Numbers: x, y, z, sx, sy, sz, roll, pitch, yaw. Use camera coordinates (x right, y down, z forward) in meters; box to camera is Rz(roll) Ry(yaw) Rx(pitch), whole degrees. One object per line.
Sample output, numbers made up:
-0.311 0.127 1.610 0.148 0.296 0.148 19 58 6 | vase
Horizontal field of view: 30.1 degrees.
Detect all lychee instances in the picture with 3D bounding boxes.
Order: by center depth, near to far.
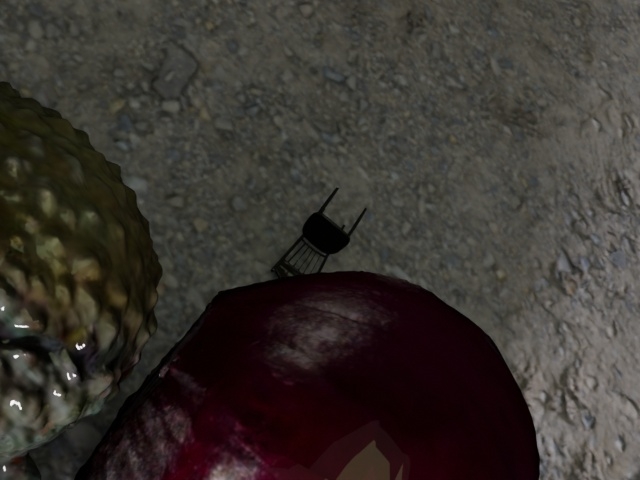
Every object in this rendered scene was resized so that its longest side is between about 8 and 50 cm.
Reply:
-0.222 0.021 0.677 0.255 0.255 0.274 -15 83 -32 | lychee

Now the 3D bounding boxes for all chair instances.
0.000 0.000 0.935 0.037 0.042 0.086 37 55 -4 | chair

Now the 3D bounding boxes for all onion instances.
0.002 0.152 0.742 0.282 0.260 0.337 48 55 5 | onion
